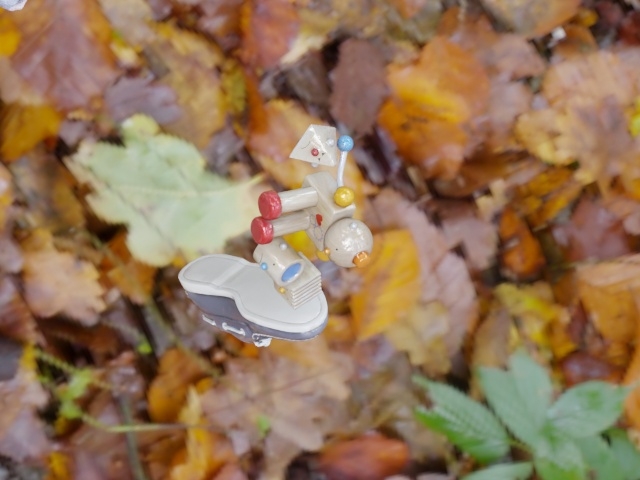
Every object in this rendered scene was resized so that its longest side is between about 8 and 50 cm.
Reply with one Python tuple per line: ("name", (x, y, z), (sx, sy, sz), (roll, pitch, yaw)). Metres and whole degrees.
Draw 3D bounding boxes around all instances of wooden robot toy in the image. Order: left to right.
("wooden robot toy", (0.000, 0.000, 1.052), (0.076, 0.173, 0.079), (-22, 55, -34))

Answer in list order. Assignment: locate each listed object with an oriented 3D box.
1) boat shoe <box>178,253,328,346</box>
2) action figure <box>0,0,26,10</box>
("boat shoe", (-0.058, 0.066, 1.403), (0.075, 0.206, 0.065), (-36, 123, -28))
("action figure", (-0.475, -0.234, 1.494), (0.370, 0.248, 0.276), (36, 8, 23))
